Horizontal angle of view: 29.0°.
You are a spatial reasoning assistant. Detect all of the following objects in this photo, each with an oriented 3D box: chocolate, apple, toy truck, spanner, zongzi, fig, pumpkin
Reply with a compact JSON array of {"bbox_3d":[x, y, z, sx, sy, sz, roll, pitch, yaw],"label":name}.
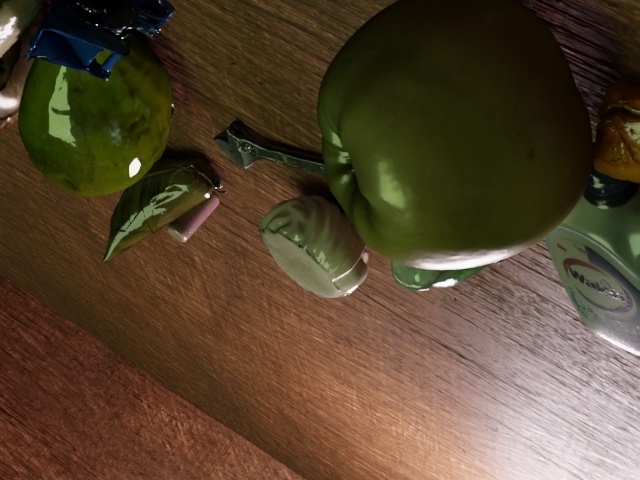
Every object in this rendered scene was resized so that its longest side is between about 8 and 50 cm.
[{"bbox_3d":[0.141,0.002,1.374,0.110,0.110,0.291,34,-162,11],"label":"chocolate"},{"bbox_3d":[0.122,-0.105,1.172,0.262,0.262,0.262,33,159,15],"label":"apple"},{"bbox_3d":[-0.259,-0.281,1.507,0.126,0.208,0.113,44,160,-11],"label":"toy truck"},{"bbox_3d":[-0.042,-0.115,1.753,0.325,0.026,0.093,18,153,41],"label":"spanner"},{"bbox_3d":[-0.265,-0.045,2.021,0.094,0.204,0.205,39,162,-34],"label":"zongzi"},{"bbox_3d":[-0.301,-0.203,1.753,0.233,0.233,0.314,42,142,-10],"label":"fig"},{"bbox_3d":[0.287,-0.103,1.145,0.035,0.101,0.073,-3,-161,-45],"label":"pumpkin"}]

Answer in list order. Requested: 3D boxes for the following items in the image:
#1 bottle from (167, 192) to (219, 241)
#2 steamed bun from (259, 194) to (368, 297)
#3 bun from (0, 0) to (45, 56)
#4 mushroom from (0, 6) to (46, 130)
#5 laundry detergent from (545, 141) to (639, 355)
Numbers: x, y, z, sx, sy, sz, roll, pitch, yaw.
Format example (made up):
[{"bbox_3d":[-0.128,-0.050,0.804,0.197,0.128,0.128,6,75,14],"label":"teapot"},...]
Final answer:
[{"bbox_3d":[-0.215,-0.043,2.090,0.045,0.096,0.045,33,160,13],"label":"bottle"},{"bbox_3d":[0.000,0.000,1.815,0.183,0.106,0.183,36,159,17],"label":"steamed bun"},{"bbox_3d":[-0.473,-0.361,1.534,0.364,0.364,0.202,33,174,13],"label":"bun"},{"bbox_3d":[-0.498,-0.278,1.840,0.254,0.267,0.267,39,161,20],"label":"mushroom"},{"bbox_3d":[0.333,0.007,1.278,0.214,0.105,0.281,25,154,38],"label":"laundry detergent"}]
